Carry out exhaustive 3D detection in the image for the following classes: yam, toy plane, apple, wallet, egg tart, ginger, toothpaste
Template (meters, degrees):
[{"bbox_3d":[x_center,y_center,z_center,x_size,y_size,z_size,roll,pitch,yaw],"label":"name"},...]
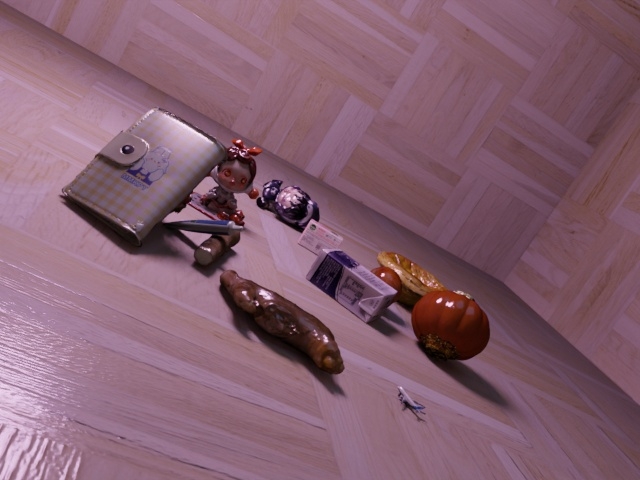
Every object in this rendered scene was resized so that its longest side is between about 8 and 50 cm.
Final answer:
[{"bbox_3d":[-0.242,0.012,1.553,0.061,0.061,0.274,31,13,-2],"label":"yam"},{"bbox_3d":[0.186,0.336,1.384,0.078,0.024,0.084,20,10,-43],"label":"toy plane"},{"bbox_3d":[0.183,0.138,1.957,0.102,0.126,0.126,45,7,-18],"label":"apple"},{"bbox_3d":[-0.373,-0.148,1.421,0.223,0.077,0.309,33,54,8],"label":"wallet"},{"bbox_3d":[0.297,0.147,2.236,0.295,0.116,0.295,32,13,-8],"label":"egg tart"},{"bbox_3d":[-0.080,0.152,1.325,0.333,0.080,0.166,37,1,10],"label":"ginger"},{"bbox_3d":[-0.270,-0.033,1.542,0.197,0.035,0.057,4,1,19],"label":"toothpaste"}]

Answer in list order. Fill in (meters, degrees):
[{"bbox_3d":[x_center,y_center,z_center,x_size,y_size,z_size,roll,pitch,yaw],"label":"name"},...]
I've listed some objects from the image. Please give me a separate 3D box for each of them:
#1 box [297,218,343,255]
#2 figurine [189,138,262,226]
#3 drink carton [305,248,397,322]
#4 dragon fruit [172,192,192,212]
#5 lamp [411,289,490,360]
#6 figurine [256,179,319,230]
[{"bbox_3d":[0.000,0.000,2.141,0.125,0.089,0.043,32,11,-3],"label":"box"},{"bbox_3d":[-0.252,-0.177,1.886,0.183,0.226,0.160,32,10,-1],"label":"figurine"},{"bbox_3d":[0.089,0.122,1.836,0.222,0.102,0.134,35,10,18],"label":"drink carton"},{"bbox_3d":[-0.411,-0.122,1.520,0.236,0.135,0.137,4,10,-15],"label":"dragon fruit"},{"bbox_3d":[0.358,0.235,1.823,0.223,0.196,0.223,27,-28,15],"label":"lamp"},{"bbox_3d":[-0.105,-0.117,2.312,0.222,0.145,0.145,24,9,19],"label":"figurine"}]
